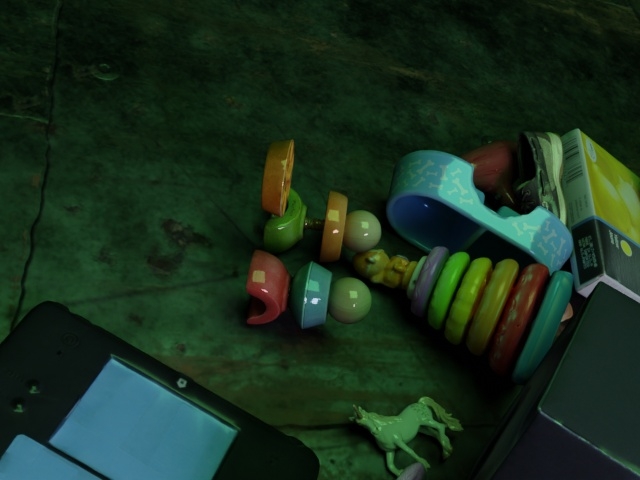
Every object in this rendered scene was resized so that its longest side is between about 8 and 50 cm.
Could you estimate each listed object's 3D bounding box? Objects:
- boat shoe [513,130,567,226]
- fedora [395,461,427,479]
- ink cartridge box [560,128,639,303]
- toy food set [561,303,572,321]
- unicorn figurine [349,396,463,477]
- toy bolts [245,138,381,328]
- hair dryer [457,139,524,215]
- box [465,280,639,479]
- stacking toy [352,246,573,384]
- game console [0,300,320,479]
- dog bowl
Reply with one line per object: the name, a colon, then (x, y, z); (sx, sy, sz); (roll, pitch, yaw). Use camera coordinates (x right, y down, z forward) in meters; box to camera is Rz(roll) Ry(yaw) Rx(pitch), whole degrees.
boat shoe: (0.344, -0.075, 1.322); (0.073, 0.080, 0.223); (9, 68, -10)
fedora: (0.017, 0.351, 0.838); (0.124, 0.243, 0.275); (8, 47, 18)
ink cartridge box: (0.514, 0.008, 1.356); (0.307, 0.072, 0.303); (27, 45, -27)
toy food set: (0.356, 0.094, 1.303); (0.083, 0.020, 0.082); (-19, 65, -35)
unicorn figurine: (0.104, 0.244, 1.046); (0.162, 0.060, 0.111); (-14, 60, -52)
toy bolts: (0.000, 0.000, 1.077); (0.158, 0.218, 0.228); (8, 57, 2)
hair dryer: (0.322, -0.073, 1.377); (0.293, 0.080, 0.223); (19, 49, -11)
box: (0.282, 0.249, 0.913); (0.183, 0.294, 0.296); (33, 34, 13)
stacking toy: (0.184, 0.073, 1.164); (0.302, 0.175, 0.165); (22, 85, 16)
game console: (-0.218, 0.267, 0.863); (0.386, 0.060, 0.342); (31, 48, -2)
dog bowl: (0.230, -0.016, 1.240); (0.297, 0.166, 0.074); (30, 58, -2)
